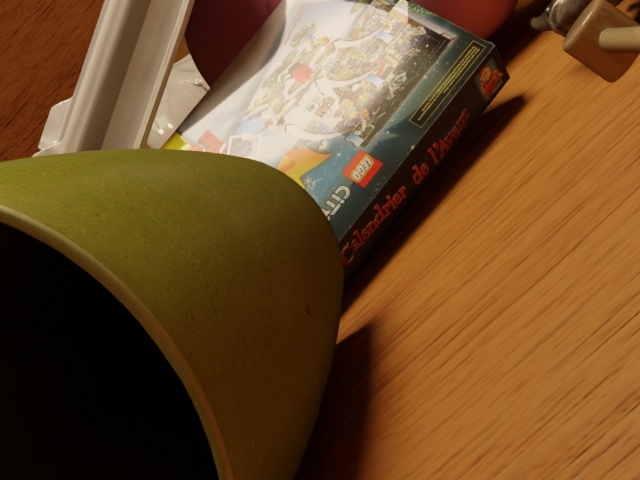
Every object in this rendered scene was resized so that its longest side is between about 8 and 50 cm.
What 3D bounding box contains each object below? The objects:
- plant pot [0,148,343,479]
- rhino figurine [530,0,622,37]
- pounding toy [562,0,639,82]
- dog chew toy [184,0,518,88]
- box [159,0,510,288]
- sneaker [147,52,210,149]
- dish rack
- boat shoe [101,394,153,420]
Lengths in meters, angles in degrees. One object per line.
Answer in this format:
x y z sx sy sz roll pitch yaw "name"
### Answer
-0.105 0.058 0.893 0.275 0.275 0.293 -38 2 31 "plant pot"
0.213 -0.190 0.976 0.243 0.073 0.106 -36 21 40 "rhino figurine"
0.211 -0.128 0.789 0.206 0.094 0.181 -44 15 49 "pounding toy"
0.032 -0.194 1.288 0.206 0.206 0.332 -52 24 -23 "dog chew toy"
-0.007 -0.064 1.104 0.159 0.044 0.233 34 80 31 "box"
-0.093 -0.201 1.833 0.169 0.108 0.292 -41 13 33 "sneaker"
-0.158 -0.136 1.265 0.333 0.072 0.285 -117 45 -77 "dish rack"
-0.181 0.199 0.994 0.267 0.096 0.088 -54 12 -32 "boat shoe"
